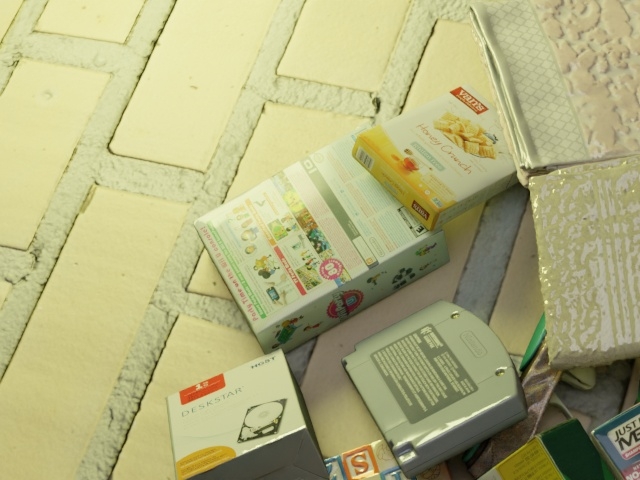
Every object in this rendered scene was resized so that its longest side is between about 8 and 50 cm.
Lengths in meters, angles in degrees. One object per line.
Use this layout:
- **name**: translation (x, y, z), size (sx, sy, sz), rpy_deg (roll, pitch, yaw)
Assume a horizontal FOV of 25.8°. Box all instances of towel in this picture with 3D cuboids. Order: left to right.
- **towel**: translation (0.404, -0.243, 2.060), size (0.317, 0.053, 0.332), rpy_deg (-9, 60, -8)
- **towel**: translation (0.375, 0.027, 1.823), size (0.187, 0.049, 0.282), rpy_deg (-9, 67, 17)

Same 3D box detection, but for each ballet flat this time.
- **ballet flat**: translation (0.302, 0.195, 1.866), size (0.106, 0.107, 0.316), rpy_deg (31, 76, 4)

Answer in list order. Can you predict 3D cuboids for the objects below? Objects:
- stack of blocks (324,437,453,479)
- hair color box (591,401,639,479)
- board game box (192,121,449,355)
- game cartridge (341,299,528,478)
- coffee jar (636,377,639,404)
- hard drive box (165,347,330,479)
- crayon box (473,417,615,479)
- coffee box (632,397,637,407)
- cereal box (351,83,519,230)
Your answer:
- **stack of blocks**: translation (0.038, 0.374, 1.822), size (0.297, 0.087, 0.171), rpy_deg (-20, 60, 1)
- **hair color box**: translation (0.453, 0.366, 1.641), size (0.105, 0.174, 0.347), rpy_deg (-29, 63, -7)
- **board game box**: translation (0.000, 0.000, 2.030), size (0.303, 0.097, 0.224), rpy_deg (-29, 59, -5)
- **game cartridge**: translation (0.152, 0.185, 1.840), size (0.198, 0.062, 0.297), rpy_deg (-23, 25, -4)
- **coffee jar**: translation (0.495, 0.192, 1.746), size (0.184, 0.079, 0.096), rpy_deg (-1, 63, 32)
- **hard drive box**: translation (-0.102, 0.261, 1.848), size (0.181, 0.089, 0.232), rpy_deg (-23, 23, -1)
- **crayon box**: translation (0.306, 0.397, 1.660), size (0.081, 0.202, 0.319), rpy_deg (-15, 69, -39)
- **coffee box**: translation (0.429, 0.293, 1.805), size (0.113, 0.040, 0.184), rpy_deg (23, 69, 22)
- **cereal box**: translation (0.187, -0.126, 2.018), size (0.240, 0.047, 0.173), rpy_deg (-29, 62, -35)
